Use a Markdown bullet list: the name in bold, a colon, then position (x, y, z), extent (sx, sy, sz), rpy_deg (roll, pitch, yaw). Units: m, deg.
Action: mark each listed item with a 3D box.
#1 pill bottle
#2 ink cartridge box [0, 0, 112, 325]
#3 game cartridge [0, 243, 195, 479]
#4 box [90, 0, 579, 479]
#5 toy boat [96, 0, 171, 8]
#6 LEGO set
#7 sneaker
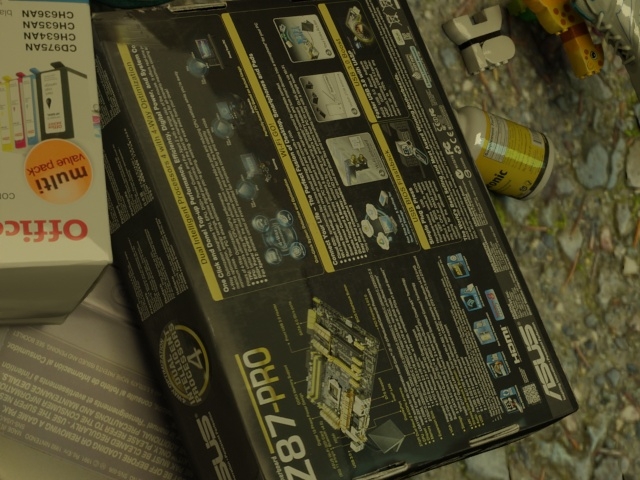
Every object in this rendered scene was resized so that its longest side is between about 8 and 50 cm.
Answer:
- **pill bottle**: position (0.144, -0.082, 1.447), extent (0.116, 0.065, 0.065), rpy_deg (19, 70, -24)
- **ink cartridge box**: position (-0.246, -0.068, 1.100), extent (0.171, 0.168, 0.232), rpy_deg (-2, 75, -20)
- **game cartridge**: position (-0.154, 0.111, 1.237), extent (0.355, 0.068, 0.230), rpy_deg (27, 70, -22)
- **box**: position (0.000, 0.000, 1.275), extent (0.318, 0.097, 0.395), rpy_deg (-13, 76, -40)
- **toy boat**: position (-0.231, -0.261, 1.225), extent (0.318, 0.148, 0.267), rpy_deg (-24, 71, -45)
- **LEGO set**: position (0.237, -0.196, 1.515), extent (0.227, 0.087, 0.093), rpy_deg (-20, 89, -30)
- **sneaker**: position (0.266, -0.197, 1.456), extent (0.083, 0.071, 0.190), rpy_deg (-11, 85, -11)
